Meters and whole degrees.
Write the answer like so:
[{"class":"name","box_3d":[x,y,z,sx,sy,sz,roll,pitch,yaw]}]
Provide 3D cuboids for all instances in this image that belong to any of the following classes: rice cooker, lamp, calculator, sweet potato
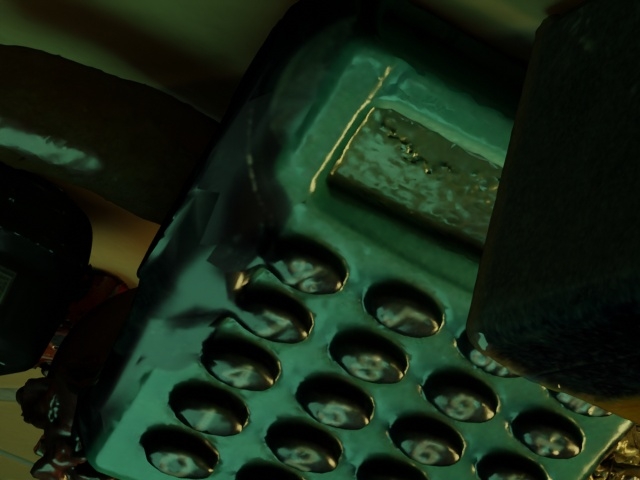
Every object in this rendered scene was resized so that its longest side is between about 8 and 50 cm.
[{"class":"rice cooker","box_3d":[-0.217,0.017,0.798,0.142,0.118,0.203,25,161,-15]},{"class":"lamp","box_3d":[-0.076,0.110,0.768,0.215,0.151,0.223,-2,-161,-5]},{"class":"calculator","box_3d":[0.036,0.044,0.586,0.248,0.058,0.274,25,115,-19]},{"class":"sweet potato","box_3d":[0.000,0.000,0.650,0.385,0.109,0.109,31,154,-21]}]

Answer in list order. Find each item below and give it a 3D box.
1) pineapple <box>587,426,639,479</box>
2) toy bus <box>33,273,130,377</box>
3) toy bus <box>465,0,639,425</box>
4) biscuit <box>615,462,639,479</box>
[{"class":"pineapple","box_3d":[0.167,0.188,0.988,0.164,0.140,0.249,24,154,-30]},{"class":"toy bus","box_3d":[-0.245,0.055,0.987,0.234,0.074,0.096,8,152,15]},{"class":"toy bus","box_3d":[0.204,-0.023,0.384,0.194,0.162,0.323,24,159,-20]},{"class":"biscuit","box_3d":[0.271,0.221,1.149,0.179,0.039,0.236,3,159,23]}]
